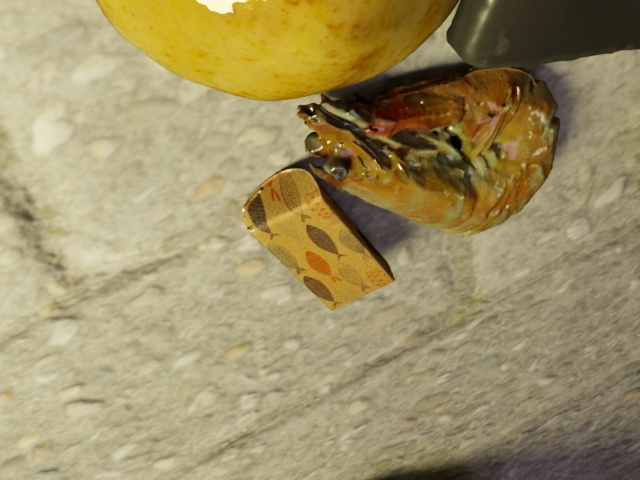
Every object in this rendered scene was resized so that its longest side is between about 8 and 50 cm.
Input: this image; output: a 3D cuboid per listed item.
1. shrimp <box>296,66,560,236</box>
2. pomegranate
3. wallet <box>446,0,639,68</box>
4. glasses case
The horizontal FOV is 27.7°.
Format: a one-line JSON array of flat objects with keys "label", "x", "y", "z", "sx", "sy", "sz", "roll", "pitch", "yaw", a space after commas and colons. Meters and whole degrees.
[{"label": "shrimp", "x": 0.089, "y": -0.079, "z": 1.017, "sx": 0.294, "sy": 0.062, "sz": 0.154, "roll": 6, "pitch": 119, "yaw": -47}, {"label": "pomegranate", "x": -0.020, "y": -0.183, "z": 0.642, "sx": 0.233, "sy": 0.233, "sz": 0.233, "roll": -22, "pitch": 145, "yaw": -16}, {"label": "wallet", "x": 0.233, "y": -0.294, "z": 0.854, "sx": 0.228, "sy": 0.062, "sz": 0.406, "roll": -12, "pitch": 140, "yaw": -28}, {"label": "glasses case", "x": 0.000, "y": 0.000, "z": 1.054, "sx": 0.065, "sy": 0.041, "sz": 0.170, "roll": -26, "pitch": 149, "yaw": 11}]
